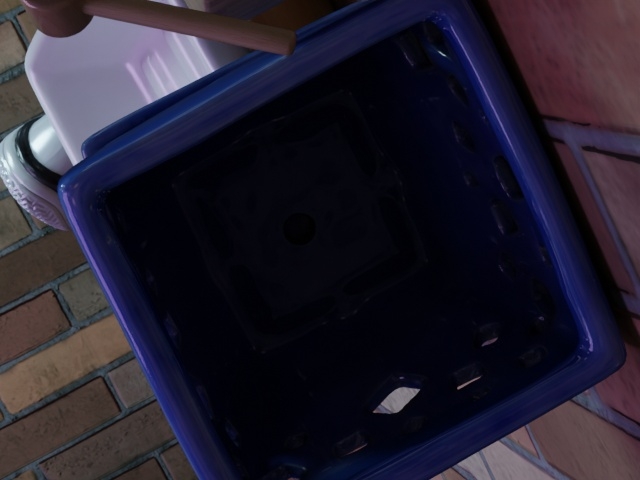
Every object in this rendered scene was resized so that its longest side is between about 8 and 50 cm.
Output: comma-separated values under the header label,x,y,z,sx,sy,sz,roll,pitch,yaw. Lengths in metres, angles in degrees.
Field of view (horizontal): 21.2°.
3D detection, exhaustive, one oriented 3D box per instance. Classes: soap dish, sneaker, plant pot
label,x,y,z,sx,sy,sz,roll,pitch,yaw
soap dish,-0.088,-0.113,1.209,0.229,0.118,0.291,60,149,7
sneaker,-0.151,-0.104,1.780,0.366,0.210,0.137,5,-131,-59
plant pot,0.000,0.000,0.961,0.236,0.236,0.212,63,176,-14

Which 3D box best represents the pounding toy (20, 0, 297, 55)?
label,x,y,z,sx,sy,sz,roll,pitch,yaw
pounding toy,-0.054,-0.153,0.855,0.181,0.206,0.094,59,171,14
